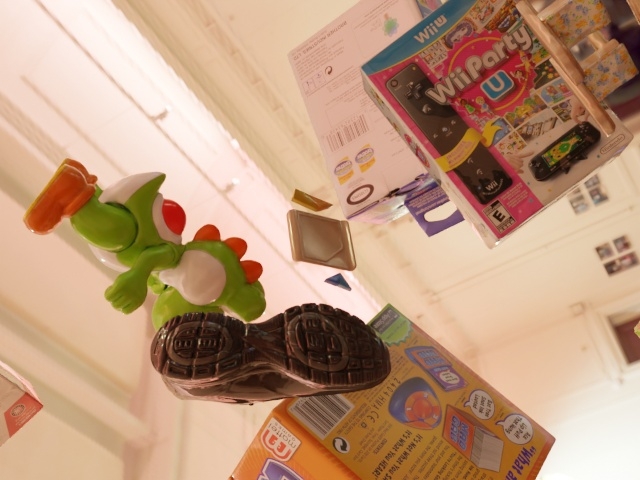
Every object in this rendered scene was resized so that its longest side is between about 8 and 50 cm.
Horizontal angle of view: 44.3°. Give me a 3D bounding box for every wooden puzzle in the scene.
[{"bbox_3d":[0.000,0.000,0.834,0.079,0.014,0.116,15,-132,-20],"label":"wooden puzzle"}]

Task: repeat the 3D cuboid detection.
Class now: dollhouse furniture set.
[{"bbox_3d":[0.327,-0.153,0.648,0.242,0.212,0.161,37,-155,-42],"label":"dollhouse furniture set"}]

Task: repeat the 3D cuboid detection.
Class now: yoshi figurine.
[{"bbox_3d":[-0.257,0.046,1.149,0.362,0.203,0.203,33,-128,-17],"label":"yoshi figurine"}]

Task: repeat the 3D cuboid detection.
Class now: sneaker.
[{"bbox_3d":[-0.058,0.149,0.962,0.130,0.286,0.109,99,173,-55],"label":"sneaker"}]

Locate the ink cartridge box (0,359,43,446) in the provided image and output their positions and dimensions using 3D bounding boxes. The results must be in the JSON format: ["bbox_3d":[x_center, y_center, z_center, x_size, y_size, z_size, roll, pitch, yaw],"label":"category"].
[{"bbox_3d":[-0.465,0.185,0.992,0.067,0.115,0.198,34,164,48],"label":"ink cartridge box"}]

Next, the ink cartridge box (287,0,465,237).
[{"bbox_3d":[0.135,-0.204,1.342,0.151,0.270,0.395,4,-117,-54],"label":"ink cartridge box"}]

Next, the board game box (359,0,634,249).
[{"bbox_3d":[0.231,-0.175,1.077,0.303,0.224,0.097,53,-178,12],"label":"board game box"}]

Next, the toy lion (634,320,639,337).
[{"bbox_3d":[0.374,0.081,0.840,0.034,0.096,0.100,50,-135,6],"label":"toy lion"}]

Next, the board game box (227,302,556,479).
[{"bbox_3d":[0.090,0.398,1.273,0.356,0.356,0.356,39,-143,13],"label":"board game box"}]
